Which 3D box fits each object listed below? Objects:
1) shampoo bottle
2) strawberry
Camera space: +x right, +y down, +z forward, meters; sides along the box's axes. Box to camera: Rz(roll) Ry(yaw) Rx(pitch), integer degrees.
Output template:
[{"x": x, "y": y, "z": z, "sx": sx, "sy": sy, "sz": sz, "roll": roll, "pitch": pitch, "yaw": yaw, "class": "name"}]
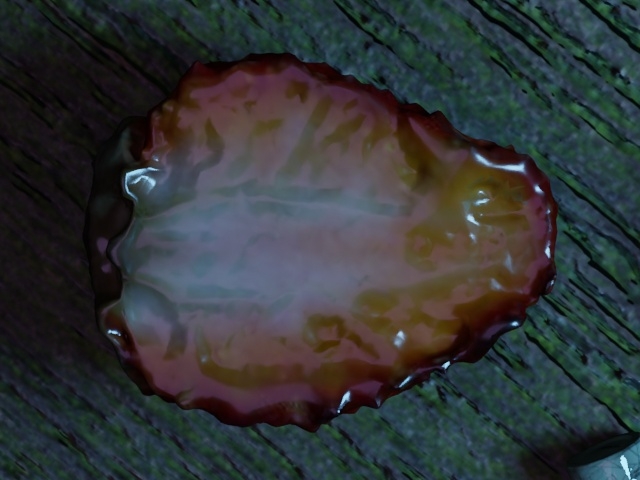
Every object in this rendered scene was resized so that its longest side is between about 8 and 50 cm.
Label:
[{"x": 0.247, "y": 0.242, "z": 1.355, "sx": 0.065, "sy": 0.065, "sz": 0.204, "roll": -24, "pitch": 93, "yaw": 17, "class": "shampoo bottle"}, {"x": 0.000, "y": 0.000, "z": 1.344, "sx": 0.336, "sy": 0.149, "sz": 0.265, "roll": -1, "pitch": 93, "yaw": 5, "class": "strawberry"}]
